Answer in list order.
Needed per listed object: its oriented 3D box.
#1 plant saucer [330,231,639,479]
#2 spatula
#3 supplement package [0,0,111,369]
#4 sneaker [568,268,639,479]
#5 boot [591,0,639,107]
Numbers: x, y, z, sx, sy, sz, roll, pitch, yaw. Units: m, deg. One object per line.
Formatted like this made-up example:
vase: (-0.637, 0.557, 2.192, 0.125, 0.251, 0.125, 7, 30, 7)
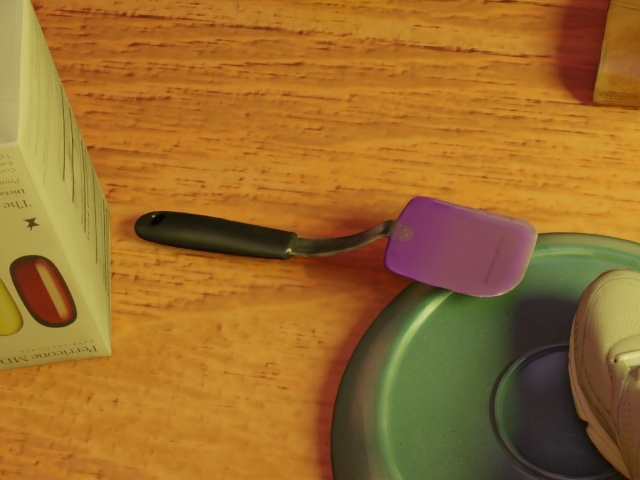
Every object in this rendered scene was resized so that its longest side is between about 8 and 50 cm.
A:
plant saucer: (0.163, 0.117, 0.906, 0.318, 0.043, 0.317, -3, 55, 4)
spatula: (0.000, 0.000, 0.989, 0.297, 0.030, 0.084, 2, 42, 23)
supplement package: (-0.228, -0.029, 0.927, 0.139, 0.244, 0.133, -8, 55, 2)
sneaker: (0.213, 0.113, 0.804, 0.099, 0.121, 0.262, -12, 56, -3)
boot: (0.371, -0.187, 1.081, 0.281, 0.096, 0.264, 12, 66, 22)
